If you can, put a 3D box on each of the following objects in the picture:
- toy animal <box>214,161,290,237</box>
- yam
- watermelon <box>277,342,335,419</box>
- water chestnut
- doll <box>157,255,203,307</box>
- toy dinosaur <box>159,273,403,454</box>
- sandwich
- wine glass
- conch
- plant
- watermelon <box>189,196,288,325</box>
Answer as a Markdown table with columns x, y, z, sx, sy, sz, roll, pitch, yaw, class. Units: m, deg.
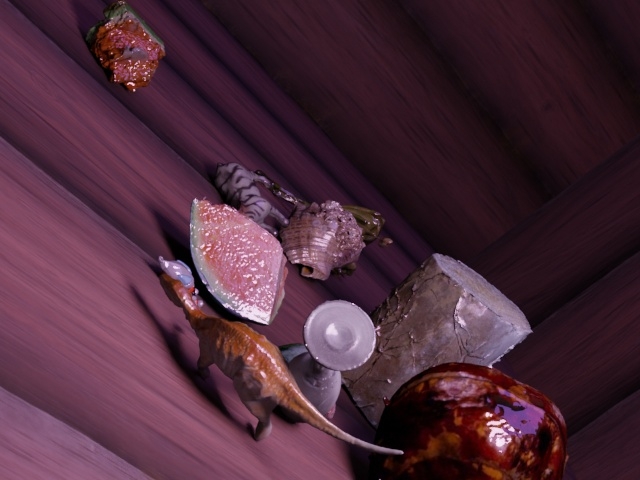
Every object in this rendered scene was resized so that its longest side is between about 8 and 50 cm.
| x | y | z | sx | sy | sz | roll | pitch | yaw | class |
| --- | --- | --- | --- | --- | --- | --- | --- | --- | --- |
| -0.131 | -0.062 | 2.241 | 0.170 | 0.090 | 0.255 | 40 | 14 | -37 | toy animal |
| 0.203 | 0.197 | 2.149 | 0.241 | 0.348 | 0.241 | 47 | 6 | -7 | yam |
| -0.018 | 0.231 | 1.832 | 0.139 | 0.071 | 0.187 | 53 | 10 | -22 | watermelon |
| 0.246 | 0.347 | 1.837 | 0.335 | 0.335 | 0.347 | 52 | 28 | -2 | water chestnut |
| -0.207 | 0.058 | 1.666 | 0.114 | 0.039 | 0.057 | 56 | 39 | -46 | doll |
| -0.070 | 0.196 | 1.511 | 0.393 | 0.092 | 0.205 | 35 | -29 | 23 | toy dinosaur |
| -0.359 | -0.363 | 2.188 | 0.160 | 0.109 | 0.185 | 56 | 12 | 28 | sandwich |
| -0.067 | 0.130 | 1.606 | 0.264 | 0.096 | 0.309 | 38 | -24 | 6 | wine glass |
| 0.000 | 0.000 | 2.456 | 0.178 | 0.163 | 0.245 | 22 | 39 | 10 | conch |
| 0.014 | -0.077 | 2.689 | 0.333 | 0.180 | 0.251 | 49 | 0 | 2 | plant |
| -0.149 | 0.057 | 1.797 | 0.231 | 0.128 | 0.146 | 34 | 44 | -16 | watermelon |
